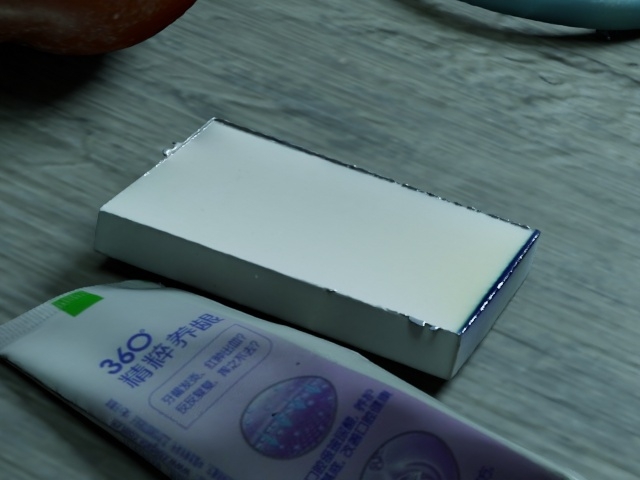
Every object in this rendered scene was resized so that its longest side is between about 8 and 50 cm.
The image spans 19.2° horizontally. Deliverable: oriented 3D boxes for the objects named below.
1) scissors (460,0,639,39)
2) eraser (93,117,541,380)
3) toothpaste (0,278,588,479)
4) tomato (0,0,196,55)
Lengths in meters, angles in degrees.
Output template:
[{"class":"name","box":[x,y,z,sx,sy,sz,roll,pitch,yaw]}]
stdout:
[{"class":"scissors","box":[0.230,-0.133,1.003,0.393,0.032,0.180,15,34,8]},{"class":"eraser","box":[0.000,0.000,0.741,0.150,0.023,0.104,19,30,15]},{"class":"toothpaste","box":[0.010,0.077,0.610,0.301,0.048,0.075,28,64,37]},{"class":"tomato","box":[-0.108,-0.196,0.849,0.189,0.232,0.232,25,29,-17]}]
